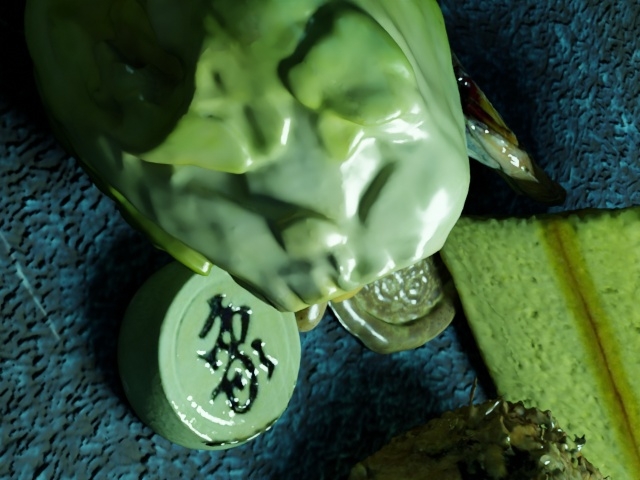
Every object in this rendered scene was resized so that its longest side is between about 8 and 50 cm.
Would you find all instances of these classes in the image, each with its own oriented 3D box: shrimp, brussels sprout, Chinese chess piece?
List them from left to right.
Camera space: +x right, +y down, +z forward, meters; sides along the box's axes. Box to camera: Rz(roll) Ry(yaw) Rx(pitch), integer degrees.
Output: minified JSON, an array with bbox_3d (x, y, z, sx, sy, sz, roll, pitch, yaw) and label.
[{"bbox_3d":[-0.079,0.081,1.083,0.144,0.058,0.144,4,84,-43],"label":"Chinese chess piece"},{"bbox_3d":[-0.055,-0.111,0.965,0.344,0.268,0.344,57,11,-18],"label":"brussels sprout"},{"bbox_3d":[0.106,-0.108,1.214,0.075,0.178,0.289,-42,122,3],"label":"shrimp"}]

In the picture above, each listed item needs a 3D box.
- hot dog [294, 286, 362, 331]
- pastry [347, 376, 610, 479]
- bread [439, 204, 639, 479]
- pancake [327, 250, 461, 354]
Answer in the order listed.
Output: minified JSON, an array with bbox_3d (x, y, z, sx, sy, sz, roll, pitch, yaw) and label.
[{"bbox_3d":[0.002,0.000,1.158,0.089,0.060,0.140,-2,84,-10],"label":"hot dog"},{"bbox_3d":[0.137,0.255,1.177,0.274,0.192,0.275,6,81,-44],"label":"pastry"},{"bbox_3d":[0.256,0.148,1.258,0.245,0.233,0.362,-4,91,-52],"label":"bread"},{"bbox_3d":[0.062,0.005,1.248,0.190,0.020,0.184,18,73,-41],"label":"pancake"}]
